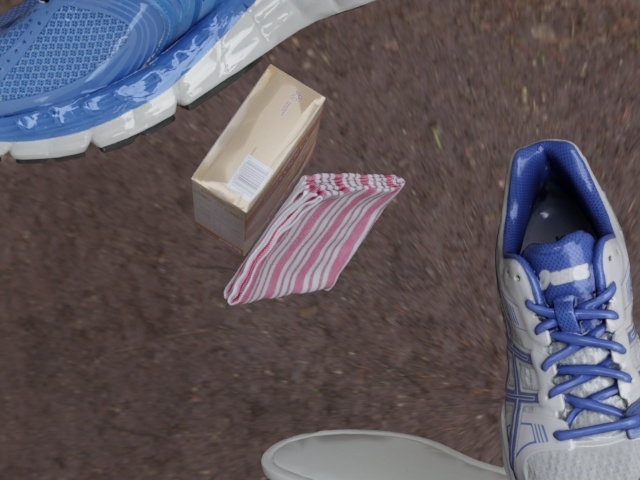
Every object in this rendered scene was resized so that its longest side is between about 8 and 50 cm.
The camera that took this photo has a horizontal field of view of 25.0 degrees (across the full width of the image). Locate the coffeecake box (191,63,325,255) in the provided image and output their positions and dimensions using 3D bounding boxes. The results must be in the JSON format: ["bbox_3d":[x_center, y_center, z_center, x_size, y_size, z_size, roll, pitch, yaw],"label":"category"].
[{"bbox_3d":[-0.065,-0.077,1.476,0.068,0.185,0.142,32,77,4],"label":"coffeecake box"}]

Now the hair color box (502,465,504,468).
[{"bbox_3d":[0.346,0.250,1.441,0.347,0.105,0.174,-7,39,44],"label":"hair color box"}]

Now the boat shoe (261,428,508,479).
[{"bbox_3d":[0.104,0.223,1.093,0.319,0.116,0.099,9,112,14],"label":"boat shoe"}]

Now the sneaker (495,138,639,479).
[{"bbox_3d":[0.155,0.065,0.925,0.112,0.131,0.296,-14,48,8],"label":"sneaker"}]

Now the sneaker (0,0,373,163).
[{"bbox_3d":[-0.068,-0.157,0.698,0.330,0.130,0.147,-28,116,10],"label":"sneaker"}]

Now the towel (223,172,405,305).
[{"bbox_3d":[0.000,0.000,1.372,0.029,0.197,0.144,44,112,21],"label":"towel"}]
